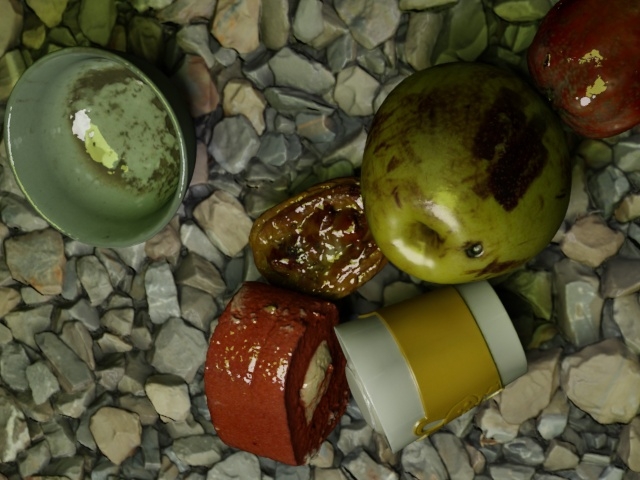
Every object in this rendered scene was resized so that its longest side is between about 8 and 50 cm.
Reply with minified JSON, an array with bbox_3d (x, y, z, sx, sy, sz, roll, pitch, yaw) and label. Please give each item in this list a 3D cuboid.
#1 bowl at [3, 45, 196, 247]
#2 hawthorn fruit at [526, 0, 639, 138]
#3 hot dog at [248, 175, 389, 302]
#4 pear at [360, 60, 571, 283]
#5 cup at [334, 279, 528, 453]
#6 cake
[{"bbox_3d":[-0.288,-0.147,2.044,0.289,0.146,0.289,8,112,19],"label":"bowl"},{"bbox_3d":[0.370,-0.230,1.738,0.235,0.181,0.181,-28,96,7],"label":"hawthorn fruit"},{"bbox_3d":[0.002,0.001,2.005,0.227,0.099,0.160,-34,93,26],"label":"hot dog"},{"bbox_3d":[0.177,-0.083,1.803,0.284,0.283,0.283,7,111,20],"label":"pear"},{"bbox_3d":[0.147,0.165,1.947,0.226,0.241,0.185,-25,73,-2],"label":"cup"},{"bbox_3d":[-0.057,0.194,2.012,0.151,0.177,0.283,13,144,18],"label":"cake"}]
